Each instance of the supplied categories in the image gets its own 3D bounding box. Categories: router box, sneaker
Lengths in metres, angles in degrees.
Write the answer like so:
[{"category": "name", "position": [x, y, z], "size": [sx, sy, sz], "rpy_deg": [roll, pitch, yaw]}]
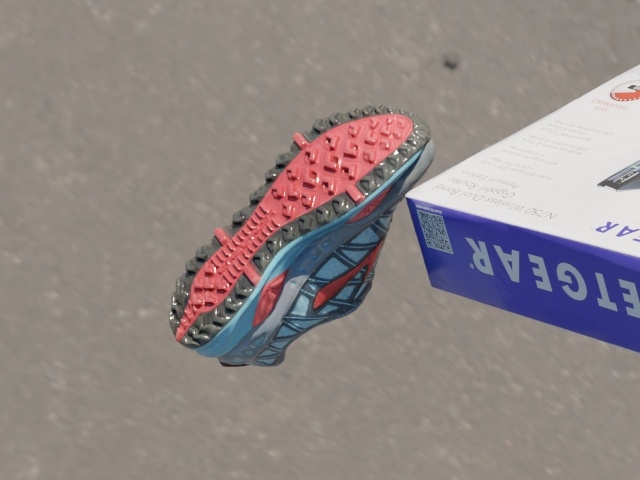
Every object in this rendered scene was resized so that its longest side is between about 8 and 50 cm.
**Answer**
[{"category": "router box", "position": [0.280, -0.034, 1.409], "size": [0.301, 0.082, 0.335], "rpy_deg": [-29, 25, -27]}, {"category": "sneaker", "position": [0.000, 0.000, 1.582], "size": [0.262, 0.125, 0.104], "rpy_deg": [-43, 46, 14]}]
